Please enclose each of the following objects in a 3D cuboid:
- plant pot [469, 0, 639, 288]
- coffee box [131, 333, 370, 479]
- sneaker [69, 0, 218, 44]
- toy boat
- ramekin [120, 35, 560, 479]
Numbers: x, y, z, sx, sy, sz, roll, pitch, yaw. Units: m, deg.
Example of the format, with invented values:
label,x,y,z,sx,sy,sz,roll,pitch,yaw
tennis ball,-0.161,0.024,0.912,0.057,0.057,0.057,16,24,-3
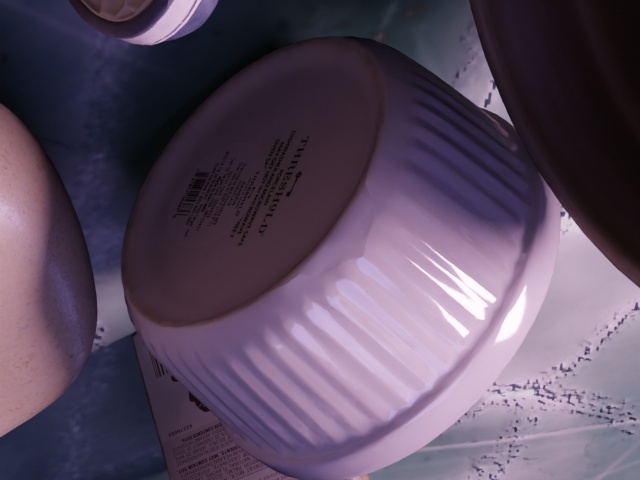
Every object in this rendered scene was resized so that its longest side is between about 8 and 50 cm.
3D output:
label,x,y,z,sx,sy,sz,roll,pitch,yaw
plant pot,0.261,-0.146,0.781,0.280,0.323,0.323,-19,142,-27
coffee box,-0.015,0.163,1.007,0.098,0.246,0.141,-22,139,2
sneaker,-0.031,-0.149,0.687,0.163,0.226,0.086,17,134,-39
toy boat,-0.272,0.027,0.854,0.318,0.148,0.267,-26,144,-6
ramekin,0.000,0.000,0.878,0.207,0.207,0.109,-38,127,18
